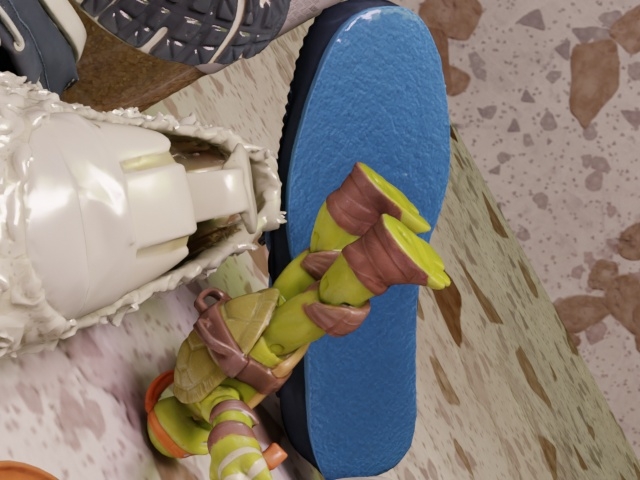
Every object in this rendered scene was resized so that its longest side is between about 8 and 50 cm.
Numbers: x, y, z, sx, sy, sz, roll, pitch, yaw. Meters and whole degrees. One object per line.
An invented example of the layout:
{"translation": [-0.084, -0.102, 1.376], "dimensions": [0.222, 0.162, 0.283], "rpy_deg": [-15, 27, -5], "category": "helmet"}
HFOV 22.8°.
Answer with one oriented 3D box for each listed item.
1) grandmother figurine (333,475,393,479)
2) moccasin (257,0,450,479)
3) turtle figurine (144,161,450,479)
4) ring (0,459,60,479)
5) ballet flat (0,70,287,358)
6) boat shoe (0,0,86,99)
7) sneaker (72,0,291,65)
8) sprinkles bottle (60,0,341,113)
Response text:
{"translation": [0.099, 0.304, 1.089], "dimensions": [0.342, 0.104, 0.208], "rpy_deg": [56, -11, -12], "category": "grandmother figurine"}
{"translation": [0.000, 0.000, 1.077], "dimensions": [0.117, 0.138, 0.341], "rpy_deg": [40, -52, 57], "category": "moccasin"}
{"translation": [-0.032, 0.053, 0.920], "dimensions": [0.087, 0.217, 0.269], "rpy_deg": [43, 13, -11], "category": "turtle figurine"}
{"translation": [-0.067, 0.239, 0.563], "dimensions": [0.336, 0.032, 0.336], "rpy_deg": [-17, 90, -82], "category": "ring"}
{"translation": [-0.112, -0.023, 0.826], "dimensions": [0.147, 0.147, 0.409], "rpy_deg": [63, 15, 1], "category": "ballet flat"}
{"translation": [-0.201, -0.124, 0.826], "dimensions": [0.254, 0.095, 0.079], "rpy_deg": [58, 39, -67], "category": "boat shoe"}
{"translation": [-0.147, -0.200, 0.948], "dimensions": [0.283, 0.110, 0.122], "rpy_deg": [25, 13, -17], "category": "sneaker"}
{"translation": [-0.023, -0.200, 1.034], "dimensions": [0.121, 0.355, 0.121], "rpy_deg": [55, 17, -25], "category": "sprinkles bottle"}
